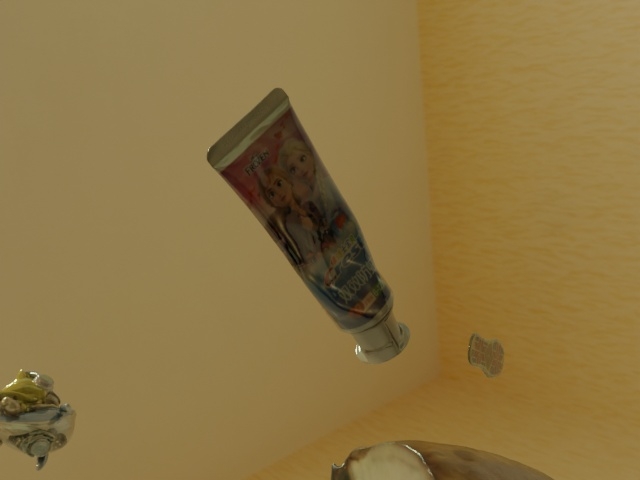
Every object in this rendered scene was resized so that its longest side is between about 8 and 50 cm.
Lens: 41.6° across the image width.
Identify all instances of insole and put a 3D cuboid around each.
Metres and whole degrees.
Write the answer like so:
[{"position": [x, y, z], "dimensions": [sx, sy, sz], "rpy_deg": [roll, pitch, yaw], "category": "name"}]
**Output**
[{"position": [0.266, 0.183, 1.339], "dimensions": [0.193, 0.006, 0.065], "rpy_deg": [30, -113, -59], "category": "insole"}]

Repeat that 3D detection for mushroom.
[{"position": [0.256, 0.385, 1.178], "dimensions": [0.397, 0.314, 0.224], "rpy_deg": [8, -117, -20], "category": "mushroom"}]

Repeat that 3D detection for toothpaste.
[{"position": [0.000, 0.000, 0.748], "dimensions": [0.096, 0.061, 0.266], "rpy_deg": [-48, -59, -28], "category": "toothpaste"}]

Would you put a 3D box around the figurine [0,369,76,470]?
[{"position": [-0.491, 0.287, 1.384], "dimensions": [0.208, 0.184, 0.128], "rpy_deg": [20, -78, -47], "category": "figurine"}]
